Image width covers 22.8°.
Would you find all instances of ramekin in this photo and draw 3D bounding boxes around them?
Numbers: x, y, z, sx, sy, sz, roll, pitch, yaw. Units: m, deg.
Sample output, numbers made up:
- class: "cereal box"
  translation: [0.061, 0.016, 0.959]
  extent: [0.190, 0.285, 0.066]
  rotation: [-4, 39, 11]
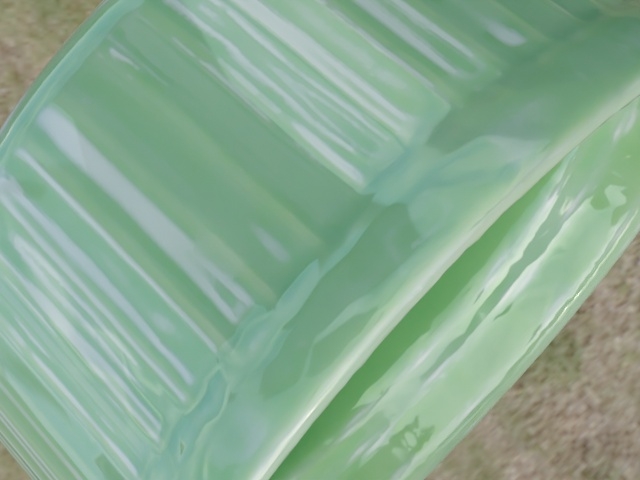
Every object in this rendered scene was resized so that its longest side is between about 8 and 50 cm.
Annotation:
- class: "ramekin"
  translation: [0.000, 0.000, 0.608]
  extent: [0.148, 0.303, 0.303]
  rotation: [42, 116, 15]
